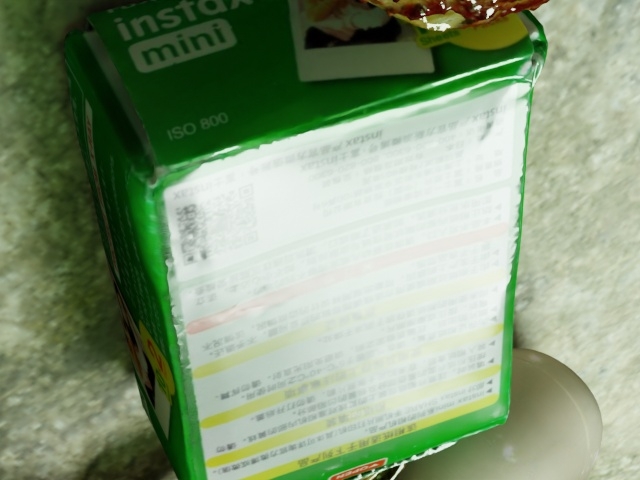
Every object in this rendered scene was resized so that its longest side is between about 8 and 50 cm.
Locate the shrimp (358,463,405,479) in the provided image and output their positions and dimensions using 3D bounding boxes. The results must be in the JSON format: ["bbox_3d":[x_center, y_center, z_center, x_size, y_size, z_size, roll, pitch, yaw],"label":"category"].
[{"bbox_3d":[-0.067,0.142,0.735,0.236,0.053,0.133,-17,170,8],"label":"shrimp"}]

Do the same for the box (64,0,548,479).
[{"bbox_3d":[0.000,0.000,0.645,0.180,0.103,0.250,-17,136,-14],"label":"box"}]

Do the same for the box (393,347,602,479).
[{"bbox_3d":[0.079,0.148,0.827,0.146,0.088,0.200,-28,150,-44],"label":"box"}]

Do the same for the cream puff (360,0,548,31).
[{"bbox_3d":[0.058,-0.141,0.514,0.149,0.084,0.149,-2,96,-16],"label":"cream puff"}]
